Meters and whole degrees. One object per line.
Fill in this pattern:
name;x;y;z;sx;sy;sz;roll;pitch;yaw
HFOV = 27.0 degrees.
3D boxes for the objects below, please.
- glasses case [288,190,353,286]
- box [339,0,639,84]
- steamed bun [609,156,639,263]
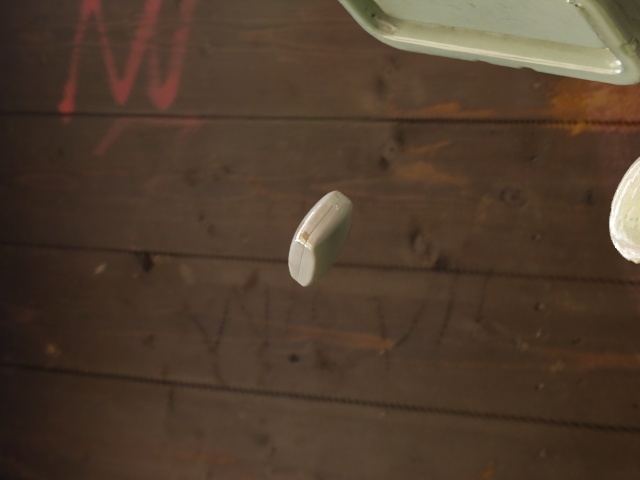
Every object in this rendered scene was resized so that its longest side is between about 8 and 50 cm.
glasses case;0.000;0.000;1.274;0.041;0.164;0.063;36;-106;8
box;0.164;-0.268;1.166;0.312;0.175;0.182;18;-103;40
steamed bun;0.382;-0.045;1.176;0.239;0.170;0.152;13;-78;49
